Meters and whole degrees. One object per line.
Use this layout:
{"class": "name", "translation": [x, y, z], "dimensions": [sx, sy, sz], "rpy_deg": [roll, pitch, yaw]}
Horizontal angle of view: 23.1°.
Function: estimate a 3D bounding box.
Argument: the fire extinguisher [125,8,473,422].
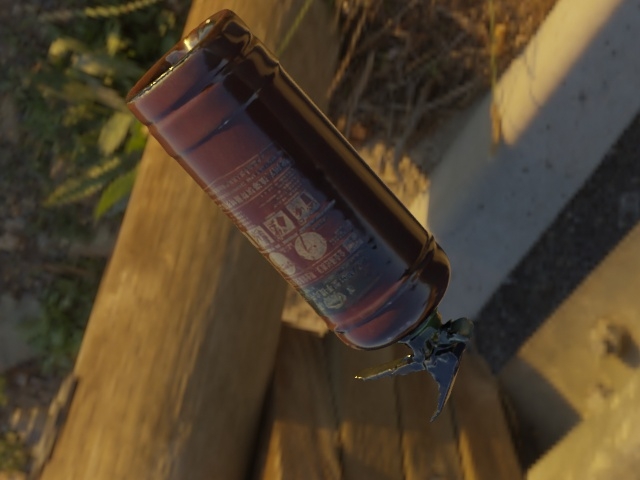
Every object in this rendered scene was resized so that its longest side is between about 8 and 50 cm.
{"class": "fire extinguisher", "translation": [0.000, 0.000, 1.132], "dimensions": [0.138, 0.102, 0.344], "rpy_deg": [-28, 110, 43]}
